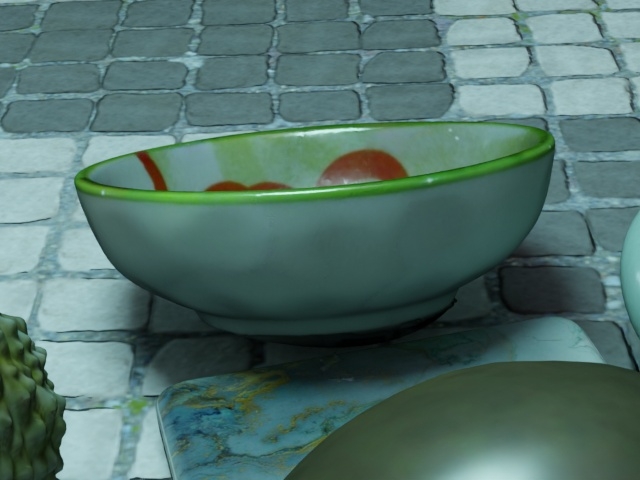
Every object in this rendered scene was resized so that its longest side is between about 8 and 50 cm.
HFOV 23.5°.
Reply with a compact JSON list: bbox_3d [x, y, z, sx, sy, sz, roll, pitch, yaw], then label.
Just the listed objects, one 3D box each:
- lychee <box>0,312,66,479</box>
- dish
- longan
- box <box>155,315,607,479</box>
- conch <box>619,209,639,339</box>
[{"bbox_3d":[-0.263,0.095,0.790,0.274,0.255,0.255,-2,26,-31],"label":"lychee"},{"bbox_3d":[0.000,0.000,1.042,0.324,0.124,0.324,-4,10,1],"label":"dish"},{"bbox_3d":[0.065,0.189,0.622,0.243,0.300,0.300,47,41,0],"label":"longan"},{"bbox_3d":[0.048,0.114,0.943,0.285,0.044,0.142,-9,34,-11],"label":"box"},{"bbox_3d":[0.286,0.047,0.963,0.184,0.121,0.221,-8,37,-17],"label":"conch"}]
